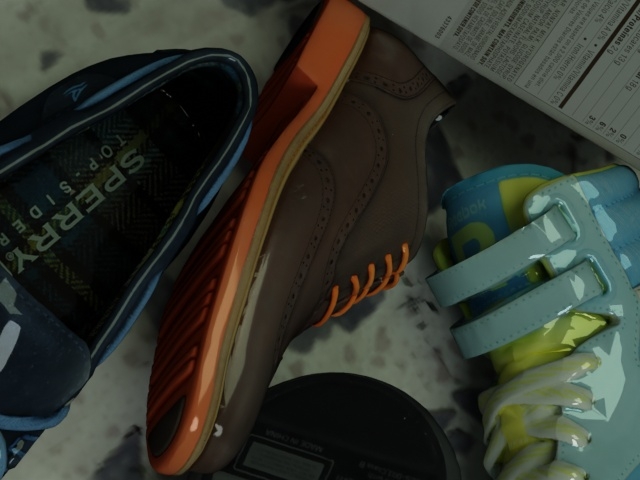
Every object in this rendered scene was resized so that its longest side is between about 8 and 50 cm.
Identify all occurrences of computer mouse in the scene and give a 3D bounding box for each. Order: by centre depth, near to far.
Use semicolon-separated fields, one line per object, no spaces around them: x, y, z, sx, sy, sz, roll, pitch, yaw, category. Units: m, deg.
-0.030;0.173;0.661;0.188;0.072;0.272;19;51;16;computer mouse

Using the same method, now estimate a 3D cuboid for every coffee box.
0.130;-0.139;0.804;0.246;0.098;0.141;30;36;-5;coffee box

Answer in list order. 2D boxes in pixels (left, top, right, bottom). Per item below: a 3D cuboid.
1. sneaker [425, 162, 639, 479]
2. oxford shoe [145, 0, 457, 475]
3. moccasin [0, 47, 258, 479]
0.102;0.087;0.758;0.208;0.127;0.319;49;46;-11;sneaker
0.000;0.000;0.719;0.098;0.097;0.271;30;54;-11;oxford shoe
-0.149;0.024;0.624;0.137;0.117;0.342;42;57;-13;moccasin
